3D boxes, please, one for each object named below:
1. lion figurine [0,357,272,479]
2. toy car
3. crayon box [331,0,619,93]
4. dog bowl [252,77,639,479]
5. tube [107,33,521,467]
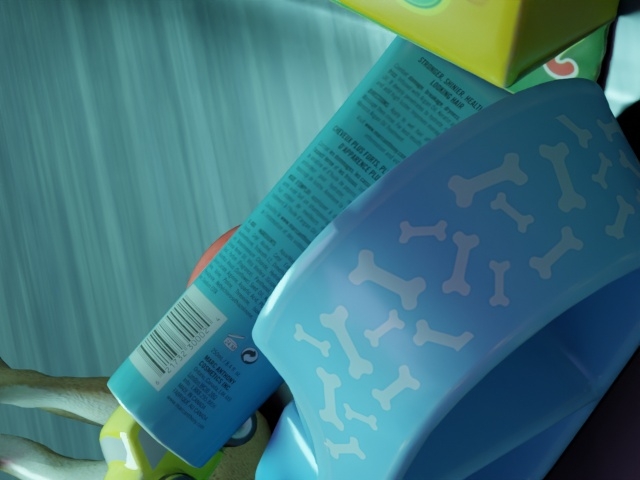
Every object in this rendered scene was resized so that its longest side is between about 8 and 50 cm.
[{"bbox_3d":[-0.066,0.147,1.048,0.392,0.240,0.142,-116,34,-58],"label":"lion figurine"},{"bbox_3d":[-0.017,0.017,0.905,0.053,0.239,0.225,38,125,-9],"label":"toy car"},{"bbox_3d":[0.026,-0.196,0.705,0.202,0.081,0.318,30,134,28],"label":"crayon box"},{"bbox_3d":[0.045,0.060,0.788,0.074,0.166,0.297,51,147,20],"label":"dog bowl"},{"bbox_3d":[0.000,0.000,0.815,0.080,0.207,0.052,43,-179,20],"label":"tube"}]
